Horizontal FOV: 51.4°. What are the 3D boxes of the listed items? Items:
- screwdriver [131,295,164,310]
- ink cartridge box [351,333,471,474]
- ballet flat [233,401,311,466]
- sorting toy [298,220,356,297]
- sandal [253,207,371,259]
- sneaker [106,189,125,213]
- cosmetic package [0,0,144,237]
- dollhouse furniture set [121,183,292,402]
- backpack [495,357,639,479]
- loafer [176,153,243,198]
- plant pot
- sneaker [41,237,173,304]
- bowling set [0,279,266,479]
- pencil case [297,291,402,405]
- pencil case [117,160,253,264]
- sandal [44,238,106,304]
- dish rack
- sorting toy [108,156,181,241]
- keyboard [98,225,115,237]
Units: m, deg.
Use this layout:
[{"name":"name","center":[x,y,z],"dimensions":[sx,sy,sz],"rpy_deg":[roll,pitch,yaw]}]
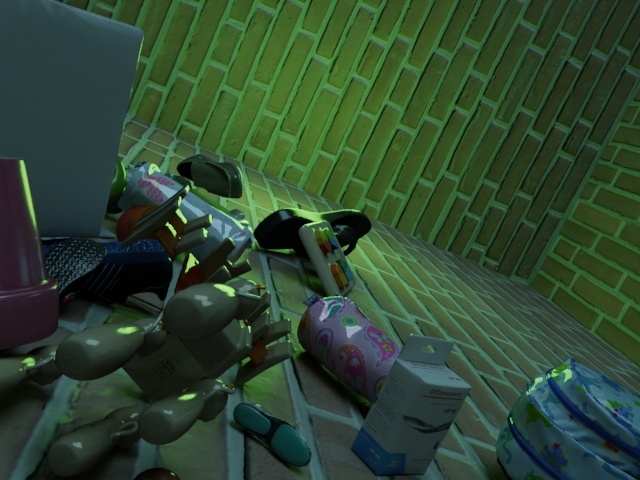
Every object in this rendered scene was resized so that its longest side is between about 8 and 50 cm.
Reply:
[{"name":"screwdriver","center":[-0.240,0.111,1.040],"dimensions":[0.170,0.024,0.025],"rpy_deg":[21,-20,11]},{"name":"ink cartridge box","center":[0.130,0.222,0.893],"dimensions":[0.104,0.180,0.060],"rpy_deg":[15,14,-40]},{"name":"ballet flat","center":[-0.054,0.234,0.812],"dimensions":[0.114,0.041,0.041],"rpy_deg":[30,12,20]},{"name":"sorting toy","center":[0.027,0.041,1.629],"dimensions":[0.193,0.038,0.208],"rpy_deg":[65,17,1]},{"name":"sandal","center":[-0.002,0.001,1.820],"dimensions":[0.445,0.167,0.107],"rpy_deg":[-1,53,-52]},{"name":"sneaker","center":[-0.500,-0.145,1.444],"dimensions":[0.283,0.110,0.122],"rpy_deg":[36,1,23]},{"name":"cosmetic package","center":[-0.534,-0.219,0.960],"dimensions":[0.393,0.327,0.329],"rpy_deg":[24,13,32]},{"name":"dollhouse furniture set","center":[-0.165,0.090,0.883],"dimensions":[0.262,0.135,0.259],"rpy_deg":[55,7,-17]},{"name":"backpack","center":[0.437,0.336,0.961],"dimensions":[0.355,0.273,0.290],"rpy_deg":[16,14,20]},{"name":"loafer","center":[-0.286,-0.158,1.704],"dimensions":[0.087,0.094,0.251],"rpy_deg":[-17,25,-37]},{"name":"plant pot","center":[-0.367,0.004,0.666],"dimensions":[0.201,0.180,0.201],"rpy_deg":[4,6,0]},{"name":"sneaker","center":[-0.335,0.049,0.977],"dimensions":[0.232,0.090,0.081],"rpy_deg":[1,17,-11]},{"name":"bowling set","center":[-0.176,0.163,0.642],"dimensions":[0.287,0.200,0.154],"rpy_deg":[-16,-3,12]},{"name":"pencil case","center":[0.083,0.195,1.078],"dimensions":[0.124,0.124,0.284],"rpy_deg":[13,17,-48]},{"name":"pencil case","center":[-0.271,-0.045,1.343],"dimensions":[0.273,0.113,0.124],"rpy_deg":[35,29,-3]},{"name":"sandal","center":[-0.348,0.059,0.872],"dimensions":[0.067,0.040,0.179],"rpy_deg":[24,42,5]},{"name":"dish rack","center":[-0.338,-0.091,1.643],"dimensions":[0.332,0.072,0.285],"rpy_deg":[29,12,26]},{"name":"sorting toy","center":[-0.365,-0.121,1.170],"dimensions":[0.365,0.126,0.127],"rpy_deg":[49,48,-12]},{"name":"keyboard","center":[-0.479,-0.028,1.178],"dimensions":[0.072,0.014,0.256],"rpy_deg":[36,15,25]}]
